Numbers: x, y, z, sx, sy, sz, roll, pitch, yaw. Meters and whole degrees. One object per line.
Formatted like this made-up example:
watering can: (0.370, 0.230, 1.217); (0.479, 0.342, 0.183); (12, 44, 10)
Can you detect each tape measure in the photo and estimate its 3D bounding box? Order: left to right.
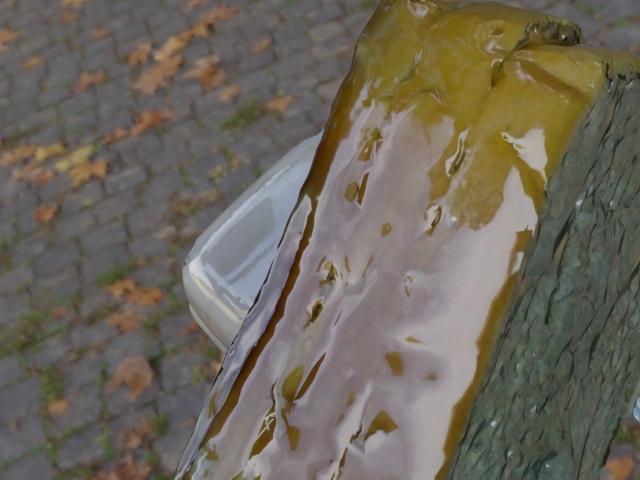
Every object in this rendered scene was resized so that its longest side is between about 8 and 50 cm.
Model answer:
tape measure: (0.000, 0.000, 1.091); (0.258, 0.265, 0.130); (-39, 75, -10)

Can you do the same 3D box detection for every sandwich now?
sandwich: (0.051, 0.076, 0.465); (0.099, 0.271, 0.301); (20, 82, 24)

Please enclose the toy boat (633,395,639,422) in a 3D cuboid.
toy boat: (0.252, 0.139, 0.846); (0.096, 0.034, 0.122); (11, 29, -41)
